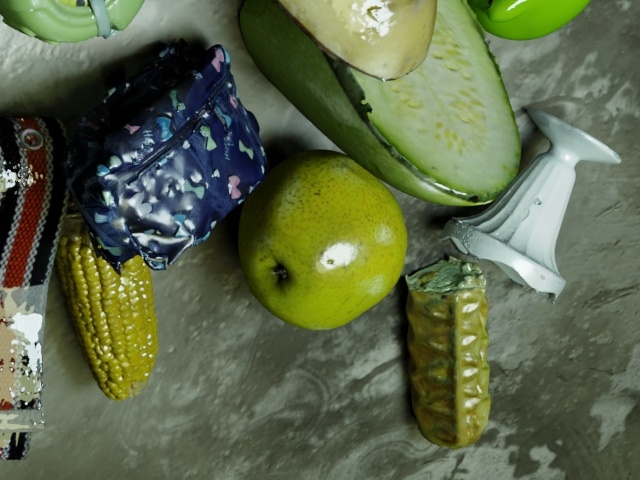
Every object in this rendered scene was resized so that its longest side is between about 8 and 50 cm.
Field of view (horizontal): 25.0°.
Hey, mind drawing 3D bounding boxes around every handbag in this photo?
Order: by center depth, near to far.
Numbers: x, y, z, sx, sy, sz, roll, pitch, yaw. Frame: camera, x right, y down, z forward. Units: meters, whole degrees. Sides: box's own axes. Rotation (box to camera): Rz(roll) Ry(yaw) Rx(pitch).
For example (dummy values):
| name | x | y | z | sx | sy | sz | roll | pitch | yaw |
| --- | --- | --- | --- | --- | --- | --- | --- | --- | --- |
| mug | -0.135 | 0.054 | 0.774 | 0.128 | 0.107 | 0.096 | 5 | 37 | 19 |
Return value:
| name | x | y | z | sx | sy | sz | roll | pitch | yaw |
| --- | --- | --- | --- | --- | --- | --- | --- | --- | --- |
| handbag | -0.151 | -0.085 | 1.408 | 0.260 | 0.113 | 0.162 | -50 | 130 | -45 |

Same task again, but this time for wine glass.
| name | x | y | z | sx | sy | sz | roll | pitch | yaw |
| --- | --- | --- | --- | --- | --- | --- | --- | --- | --- |
| wine glass | 0.254 | -0.046 | 1.723 | 0.165 | 0.165 | 0.197 | 25 | 94 | -40 |

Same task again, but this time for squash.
| name | x | y | z | sx | sy | sz | roll | pitch | yaw |
| --- | --- | --- | --- | --- | --- | --- | --- | --- | --- |
| squash | 0.080 | -0.170 | 1.428 | 0.233 | 0.309 | 0.210 | 8 | 111 | -36 |

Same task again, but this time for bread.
| name | x | y | z | sx | sy | sz | roll | pitch | yaw |
| --- | --- | --- | --- | --- | --- | --- | --- | --- | --- |
| bread | 0.163 | 0.150 | 1.814 | 0.098 | 0.087 | 0.270 | -21 | 125 | -23 |

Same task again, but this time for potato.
| name | x | y | z | sx | sy | sz | roll | pitch | yaw |
| --- | --- | --- | --- | --- | --- | --- | --- | --- | --- |
| potato | 0.030 | -0.302 | 1.344 | 0.116 | 0.299 | 0.239 | -34 | -178 | 35 |

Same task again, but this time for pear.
| name | x | y | z | sx | sy | sz | roll | pitch | yaw |
| --- | --- | --- | --- | --- | --- | --- | --- | --- | --- |
| pear | -0.001 | -0.001 | 1.563 | 0.198 | 0.198 | 0.198 | -16 | 124 | -25 |

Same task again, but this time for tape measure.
| name | x | y | z | sx | sy | sz | roll | pitch | yaw |
| --- | --- | --- | --- | --- | --- | --- | --- | --- | --- |
| tape measure | -0.231 | -0.268 | 1.305 | 0.175 | 0.106 | 0.200 | -21 | 129 | -39 |

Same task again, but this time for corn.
| name | x | y | z | sx | sy | sz | roll | pitch | yaw |
| --- | --- | --- | --- | --- | --- | --- | --- | --- | --- |
| corn | -0.219 | 0.054 | 1.501 | 0.097 | 0.097 | 0.262 | -22 | 127 | -21 |

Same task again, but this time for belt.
| name | x | y | z | sx | sy | sz | roll | pitch | yaw |
| --- | --- | --- | --- | --- | --- | --- | --- | --- | --- |
| belt | -0.314 | 0.049 | 1.428 | 0.094 | 0.126 | 0.360 | 2 | 109 | -24 |

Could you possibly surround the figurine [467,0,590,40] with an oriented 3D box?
| name | x | y | z | sx | sy | sz | roll | pitch | yaw |
| --- | --- | --- | --- | --- | --- | --- | --- | --- | --- |
| figurine | 0.256 | -0.322 | 1.567 | 0.263 | 0.162 | 0.143 | -44 | 106 | -13 |
